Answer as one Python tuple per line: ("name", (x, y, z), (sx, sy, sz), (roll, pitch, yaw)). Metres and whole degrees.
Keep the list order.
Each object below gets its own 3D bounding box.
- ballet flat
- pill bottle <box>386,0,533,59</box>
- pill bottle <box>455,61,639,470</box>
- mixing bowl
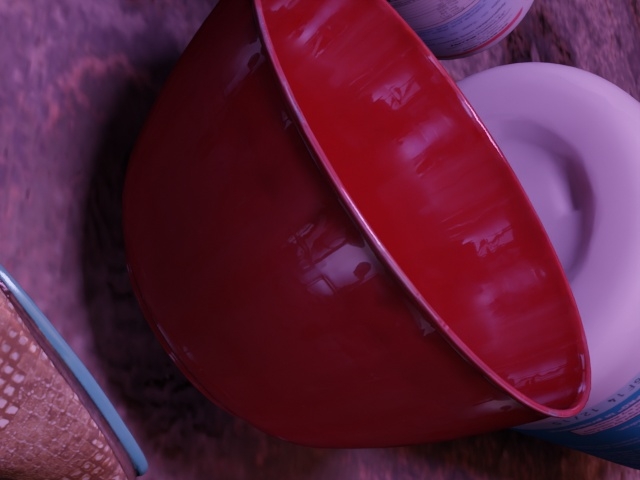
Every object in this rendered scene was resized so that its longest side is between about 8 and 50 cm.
("ballet flat", (-0.120, 0.007, 0.398), (0.067, 0.073, 0.206), (-41, 116, -23))
("pill bottle", (0.028, -0.129, 0.602), (0.160, 0.087, 0.087), (21, 63, -67))
("pill bottle", (0.139, 0.027, 0.702), (0.264, 0.146, 0.146), (24, 61, -52))
("mixing bowl", (0.000, 0.000, 0.515), (0.181, 0.098, 0.181), (45, 24, -27))
